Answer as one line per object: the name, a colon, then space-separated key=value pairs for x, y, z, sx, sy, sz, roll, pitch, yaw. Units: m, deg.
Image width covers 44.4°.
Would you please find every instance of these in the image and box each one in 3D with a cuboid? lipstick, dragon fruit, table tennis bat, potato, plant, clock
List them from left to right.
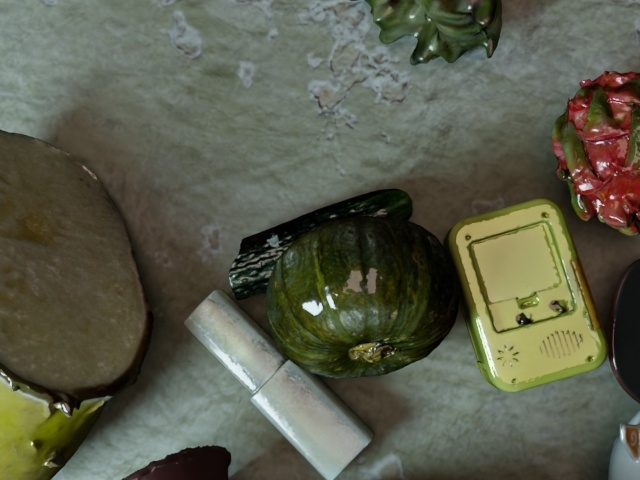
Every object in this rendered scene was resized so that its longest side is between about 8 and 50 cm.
potato: x=-0.391 y=0.107 z=0.899 sx=0.296 sy=0.289 sz=0.397 roll=-45 pitch=59 yaw=25
lipstick: x=-0.051 y=0.166 z=0.927 sx=0.077 sy=0.079 sz=0.253 roll=-45 pitch=81 yaw=-2
plant: x=0.179 y=-0.382 z=0.944 sx=0.251 sy=0.180 sz=0.333 roll=41 pitch=84 yaw=-2
clock: x=0.233 y=0.063 z=0.908 sx=0.143 sy=0.096 sz=0.202 roll=-16 pitch=82 yaw=0
dragon fruit: x=0.347 y=-0.096 z=0.900 sx=0.166 sy=0.160 sz=0.172 roll=20 pitch=86 yaw=-25
table tennis bat: x=0.408 y=0.061 z=0.909 sx=0.154 sy=0.021 sz=0.274 roll=21 pitch=76 yaw=-16

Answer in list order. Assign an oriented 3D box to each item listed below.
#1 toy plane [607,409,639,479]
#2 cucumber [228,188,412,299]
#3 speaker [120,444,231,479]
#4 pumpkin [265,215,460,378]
toy plane: x=0.362 y=0.293 z=0.821 sx=0.244 sy=0.117 sz=0.245 roll=6 pitch=80 yaw=-39
cucumber: x=0.000 y=0.000 z=0.951 sx=0.241 sy=0.074 sz=0.075 roll=-22 pitch=81 yaw=-1
speaker: x=-0.144 y=0.400 z=0.771 sx=0.259 sy=0.198 sz=0.330 roll=-7 pitch=50 yaw=-33
pumpkin: x=0.045 y=0.062 z=0.864 sx=0.223 sy=0.224 sz=0.157 roll=-12 pitch=55 yaw=4
